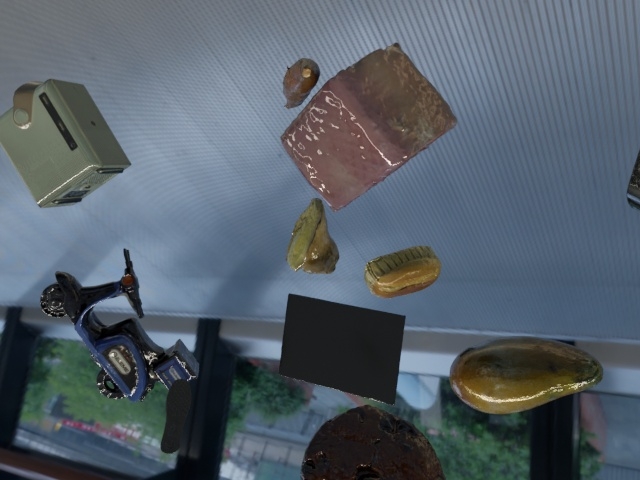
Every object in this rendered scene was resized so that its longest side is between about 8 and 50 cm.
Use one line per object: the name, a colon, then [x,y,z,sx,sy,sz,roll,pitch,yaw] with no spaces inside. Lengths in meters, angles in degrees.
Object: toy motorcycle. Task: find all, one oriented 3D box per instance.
toy motorcycle: [-0.438,0.193,1.325,0.358,0.213,0.125,58,178,-16]

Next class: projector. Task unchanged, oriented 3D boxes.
projector: [-0.544,-0.209,1.258,0.177,0.163,0.242,-30,93,13]

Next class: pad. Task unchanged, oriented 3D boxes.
pad: [0.042,0.242,1.374,0.300,0.202,0.005,7,-179,28]

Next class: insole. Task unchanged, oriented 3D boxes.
insole: [-0.249,0.300,1.039,0.045,0.135,0.002,2,141,2]

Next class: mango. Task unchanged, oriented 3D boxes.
mango: [0.428,0.278,1.276,0.316,0.193,0.146,-15,104,32]

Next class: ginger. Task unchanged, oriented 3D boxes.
ginger: [-0.001,-0.004,1.517,0.123,0.115,0.193,15,109,-15]

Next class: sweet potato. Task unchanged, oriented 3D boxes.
sweet potato: [-0.050,-0.337,1.292,0.072,0.066,0.314,45,170,-9]

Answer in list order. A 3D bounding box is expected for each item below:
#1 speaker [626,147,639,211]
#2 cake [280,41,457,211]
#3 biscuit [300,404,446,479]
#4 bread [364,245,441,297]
speaker: [0.718,-0.198,1.220,0.184,0.180,0.388,-11,121,-19]
cake: [0.097,-0.234,1.280,0.230,0.237,0.309,53,149,-4]
biscuit: [0.069,0.305,0.764,0.192,0.192,0.049,21,150,-5]
bread: [0.248,0.100,1.806,0.236,0.106,0.140,-13,144,-20]
